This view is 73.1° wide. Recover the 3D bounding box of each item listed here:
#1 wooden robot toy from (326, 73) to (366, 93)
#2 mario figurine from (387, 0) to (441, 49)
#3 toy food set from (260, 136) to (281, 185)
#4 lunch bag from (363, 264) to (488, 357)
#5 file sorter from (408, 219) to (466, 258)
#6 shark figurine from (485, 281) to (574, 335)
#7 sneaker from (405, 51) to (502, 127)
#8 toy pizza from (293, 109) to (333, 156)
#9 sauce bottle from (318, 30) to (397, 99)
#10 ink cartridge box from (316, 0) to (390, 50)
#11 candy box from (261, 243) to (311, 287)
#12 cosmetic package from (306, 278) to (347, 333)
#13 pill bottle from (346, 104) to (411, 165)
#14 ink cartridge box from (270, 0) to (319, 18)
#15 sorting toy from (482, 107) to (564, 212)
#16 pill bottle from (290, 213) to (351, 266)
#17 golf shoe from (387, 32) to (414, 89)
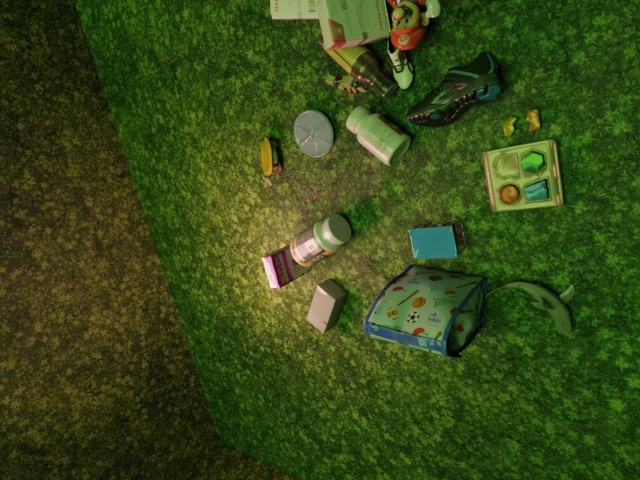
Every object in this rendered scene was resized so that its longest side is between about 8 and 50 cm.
[{"bbox_3d":[0.114,-0.616,1.654,0.173,0.076,0.079,23,87,32],"label":"wooden robot toy"},{"bbox_3d":[0.267,-0.762,1.335,0.198,0.170,0.321,-156,67,-74],"label":"mario figurine"},{"bbox_3d":[-0.227,-0.381,2.041,0.128,0.071,0.218,35,130,55],"label":"toy food set"},{"bbox_3d":[0.385,0.273,1.571,0.327,0.385,0.239,6,112,38],"label":"lunch bag"},{"bbox_3d":[0.436,-0.005,1.598,0.170,0.104,0.118,-4,105,41],"label":"file sorter"},{"bbox_3d":[0.718,0.196,1.441,0.278,0.116,0.166,30,125,25],"label":"shark figurine"},{"bbox_3d":[0.428,-0.478,1.415,0.340,0.125,0.140,-15,70,46],"label":"sneaker"},{"bbox_3d":[-0.027,-0.457,1.843,0.201,0.032,0.201,17,123,28],"label":"toy pizza"},{"bbox_3d":[0.138,-0.649,1.570,0.344,0.111,0.111,49,132,12],"label":"sauce bottle"},{"bbox_3d":[0.113,-0.750,1.465,0.092,0.217,0.159,-159,55,-71],"label":"ink cartridge box"},{"bbox_3d":[-0.160,0.113,2.075,0.071,0.233,0.159,-5,104,42],"label":"candy box"},{"bbox_3d":[0.030,0.318,2.093,0.127,0.107,0.238,35,131,28],"label":"cosmetic package"},{"bbox_3d":[0.211,-0.395,1.603,0.229,0.131,0.131,43,131,18],"label":"pill bottle"},{"bbox_3d":[-0.034,-0.933,1.580,0.306,0.131,0.226,21,122,34],"label":"ink cartridge box"},{"bbox_3d":[0.629,-0.245,1.371,0.229,0.041,0.307,-3,106,41],"label":"sorting toy"},{"bbox_3d":[0.000,0.000,1.938,0.278,0.162,0.162,-32,86,44],"label":"pill bottle"},{"bbox_3d":[0.265,-0.616,1.488,0.077,0.094,0.198,-3,108,40],"label":"golf shoe"}]
